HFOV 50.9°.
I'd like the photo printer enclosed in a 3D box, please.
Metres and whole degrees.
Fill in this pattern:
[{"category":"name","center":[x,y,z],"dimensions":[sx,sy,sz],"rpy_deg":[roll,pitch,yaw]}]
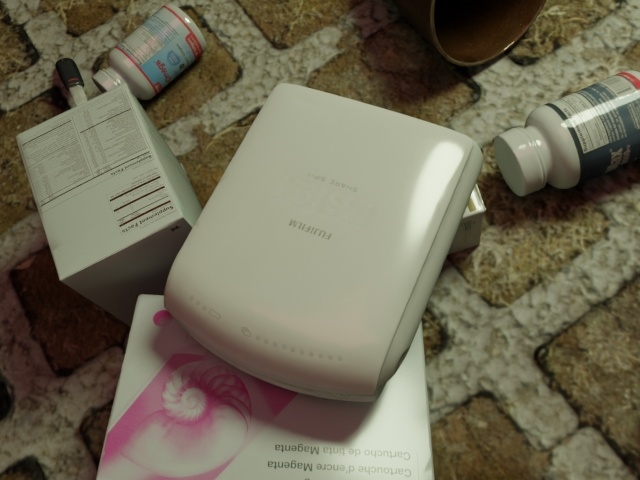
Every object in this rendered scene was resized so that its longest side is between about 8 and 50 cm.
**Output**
[{"category":"photo printer","center":[0.000,0.000,0.701],"dimensions":[0.255,0.107,0.308],"rpy_deg":[20,68,16]}]

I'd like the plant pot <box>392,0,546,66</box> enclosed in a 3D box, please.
[{"category":"plant pot","center":[0.163,-0.387,0.919],"dimensions":[0.215,0.215,0.230],"rpy_deg":[-37,52,-7]}]

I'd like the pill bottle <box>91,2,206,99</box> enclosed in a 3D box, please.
[{"category":"pill bottle","center":[-0.251,-0.264,0.983],"dimensions":[0.087,0.087,0.160],"rpy_deg":[40,79,23]}]

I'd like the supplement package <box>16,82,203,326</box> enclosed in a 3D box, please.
[{"category":"supplement package","center":[-0.233,-0.034,0.820],"dimensions":[0.149,0.194,0.203],"rpy_deg":[-27,64,-2]}]

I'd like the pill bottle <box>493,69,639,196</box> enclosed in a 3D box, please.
[{"category":"pill bottle","center":[0.310,-0.124,0.815],"dimensions":[0.180,0.108,0.108],"rpy_deg":[-23,65,0]}]

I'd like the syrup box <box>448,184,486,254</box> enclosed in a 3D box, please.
[{"category":"syrup box","center":[0.072,-0.018,0.816],"dimensions":[0.236,0.093,0.096],"rpy_deg":[-19,64,1]}]

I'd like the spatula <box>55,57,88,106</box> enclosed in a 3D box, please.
[{"category":"spatula","center":[-0.342,-0.201,0.958],"dimensions":[0.084,0.030,0.296],"rpy_deg":[-19,45,-17]}]

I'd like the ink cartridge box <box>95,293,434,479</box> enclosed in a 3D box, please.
[{"category":"ink cartridge box","center":[-0.050,0.211,0.677],"dimensions":[0.323,0.072,0.330],"rpy_deg":[3,51,-3]}]
